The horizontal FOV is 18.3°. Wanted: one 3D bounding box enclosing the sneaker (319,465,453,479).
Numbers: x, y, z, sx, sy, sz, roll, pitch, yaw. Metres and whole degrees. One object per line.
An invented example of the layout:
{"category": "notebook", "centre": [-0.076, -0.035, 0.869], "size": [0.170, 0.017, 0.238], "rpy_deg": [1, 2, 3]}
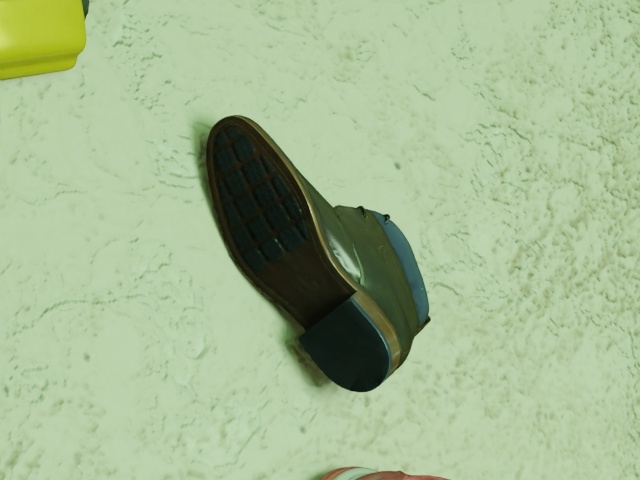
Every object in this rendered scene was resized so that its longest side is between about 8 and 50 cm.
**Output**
{"category": "sneaker", "centre": [0.136, 0.260, 1.405], "size": [0.314, 0.136, 0.116], "rpy_deg": [34, 60, -23]}

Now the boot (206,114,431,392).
{"category": "boot", "centre": [0.000, 0.000, 1.443], "size": [0.219, 0.082, 0.106], "rpy_deg": [60, 31, 0]}

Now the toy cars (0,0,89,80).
{"category": "toy cars", "centre": [-0.239, -0.121, 1.285], "size": [0.176, 0.087, 0.393], "rpy_deg": [32, 60, -23]}
